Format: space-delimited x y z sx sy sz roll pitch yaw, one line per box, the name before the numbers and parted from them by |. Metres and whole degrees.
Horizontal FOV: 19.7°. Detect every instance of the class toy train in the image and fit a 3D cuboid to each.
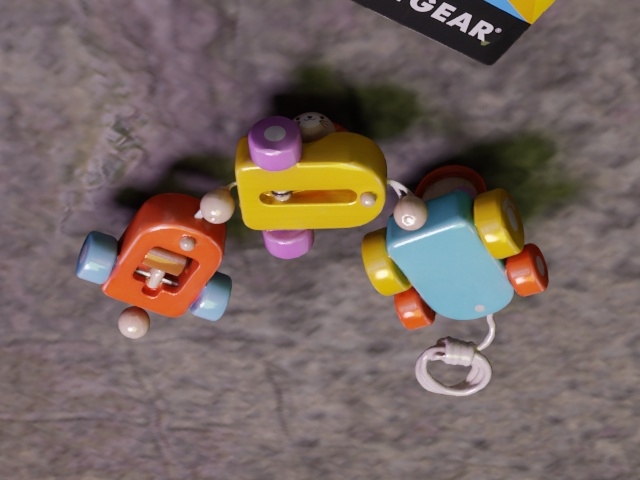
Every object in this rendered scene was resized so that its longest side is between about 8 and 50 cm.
toy train | 0.000 0.000 0.695 0.166 0.046 0.125 16 137 -15

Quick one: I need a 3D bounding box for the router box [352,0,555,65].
router box | 0.015 -0.138 0.534 0.179 0.046 0.133 22 133 -24
